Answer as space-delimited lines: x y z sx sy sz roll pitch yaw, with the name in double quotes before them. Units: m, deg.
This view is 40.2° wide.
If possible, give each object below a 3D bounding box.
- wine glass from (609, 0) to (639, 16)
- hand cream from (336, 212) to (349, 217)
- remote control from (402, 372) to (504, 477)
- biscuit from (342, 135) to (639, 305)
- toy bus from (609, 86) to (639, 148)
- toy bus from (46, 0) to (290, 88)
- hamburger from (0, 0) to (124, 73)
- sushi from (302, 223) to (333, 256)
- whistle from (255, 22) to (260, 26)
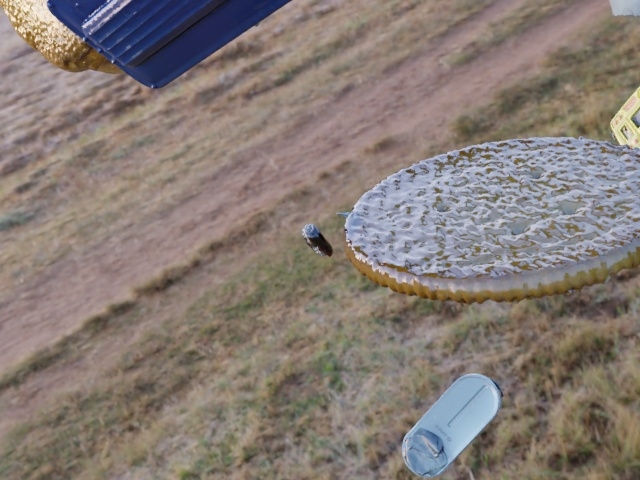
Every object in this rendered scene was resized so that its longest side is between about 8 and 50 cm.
"wine glass" 0.518 -0.518 1.382 0.143 0.321 0.143 -5 23 2
"hand cream" 0.195 -0.029 1.799 0.312 0.070 0.111 12 -1 14
"remote control" 0.260 0.366 1.728 0.247 0.104 0.052 -50 -22 15
"biscuit" 0.169 -0.023 0.788 0.305 0.038 0.305 -11 25 5
"toy bus" 0.673 -0.162 1.521 0.330 0.144 0.152 15 37 -28
"toy bus" -0.101 -0.277 0.788 0.288 0.138 0.175 -21 42 43
"hamburger" -0.300 -0.371 1.154 0.314 0.289 0.170 40 36 27
"sushi" 0.000 0.000 1.864 0.044 0.083 0.046 -48 28 -17
"whistle" -0.092 -0.329 1.248 0.100 0.035 0.035 -44 18 17
